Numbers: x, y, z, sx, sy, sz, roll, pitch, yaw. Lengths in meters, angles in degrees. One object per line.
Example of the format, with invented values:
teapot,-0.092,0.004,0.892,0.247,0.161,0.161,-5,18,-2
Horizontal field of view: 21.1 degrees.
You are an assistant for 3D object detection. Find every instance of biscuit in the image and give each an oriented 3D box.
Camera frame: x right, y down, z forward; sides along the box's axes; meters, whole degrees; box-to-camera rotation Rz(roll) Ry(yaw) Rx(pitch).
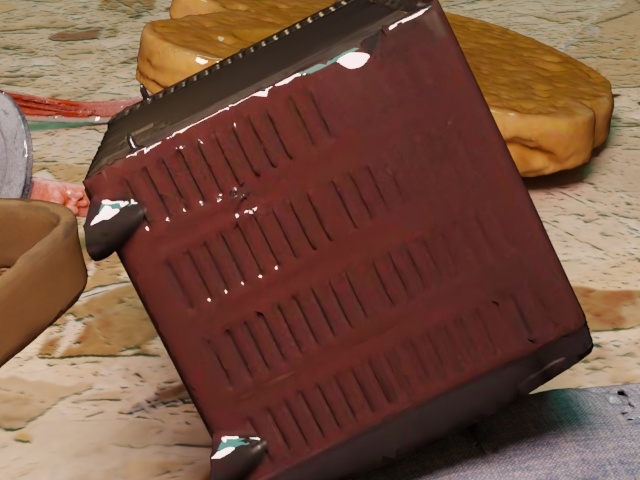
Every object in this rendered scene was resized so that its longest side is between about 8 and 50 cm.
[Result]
biscuit,0.034,-0.122,1.248,0.351,0.057,0.312,5,20,-16

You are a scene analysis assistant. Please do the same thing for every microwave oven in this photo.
microwave oven,0.001,-0.002,0.814,0.178,0.188,0.247,-24,12,0

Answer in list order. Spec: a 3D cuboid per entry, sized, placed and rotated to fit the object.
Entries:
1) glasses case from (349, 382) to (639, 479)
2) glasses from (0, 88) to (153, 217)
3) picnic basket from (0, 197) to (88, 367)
glasses case,0.146,0.107,0.786,0.283,0.067,0.109,-3,18,-8
glasses,-0.156,-0.052,1.171,0.268,0.118,0.234,7,15,-36
picnic basket,-0.279,0.043,0.667,0.321,0.291,0.254,2,24,26
